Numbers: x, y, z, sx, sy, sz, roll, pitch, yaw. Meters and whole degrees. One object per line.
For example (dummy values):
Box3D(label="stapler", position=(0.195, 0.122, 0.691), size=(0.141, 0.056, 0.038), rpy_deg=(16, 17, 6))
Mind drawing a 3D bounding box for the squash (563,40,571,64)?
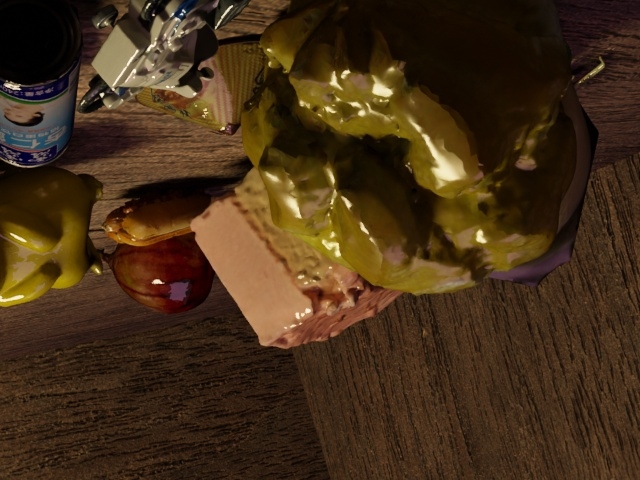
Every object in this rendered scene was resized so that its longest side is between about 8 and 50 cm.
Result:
Box3D(label="squash", position=(0.336, -0.257, 1.536), size=(0.077, 0.068, 0.219), rpy_deg=(-35, 171, -2))

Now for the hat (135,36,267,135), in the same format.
Box3D(label="hat", position=(-0.117, -0.163, 1.193), size=(0.193, 0.082, 0.193), rpy_deg=(-18, 171, -3))

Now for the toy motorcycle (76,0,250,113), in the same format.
Box3D(label="toy motorcycle", position=(-0.131, -0.191, 0.890), size=(0.150, 0.102, 0.221), rpy_deg=(-39, 180, -42))

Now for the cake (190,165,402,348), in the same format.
Box3D(label="cake", position=(0.000, 0.000, 1.678), size=(0.306, 0.293, 0.314), rpy_deg=(-35, 162, 12))

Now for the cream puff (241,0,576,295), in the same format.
Box3D(label="cream puff", position=(0.071, -0.130, 1.002), size=(0.378, 0.378, 0.275), rpy_deg=(-21, 170, 27))

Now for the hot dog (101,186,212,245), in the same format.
Box3D(label="hot dog", position=(-0.260, -0.045, 1.677), size=(0.102, 0.076, 0.249), rpy_deg=(11, -162, 36))

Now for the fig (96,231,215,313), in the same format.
Box3D(label="fig", position=(-0.312, 0.039, 1.838), size=(0.249, 0.186, 0.204), rpy_deg=(-4, -158, 11))

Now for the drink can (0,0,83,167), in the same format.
Box3D(label="drink can", position=(-0.272, -0.145, 0.938), size=(0.097, 0.097, 0.235), rpy_deg=(-14, 172, -18))

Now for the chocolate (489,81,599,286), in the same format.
Box3D(label="chocolate", position=(0.183, -0.115, 1.301), size=(0.314, 0.326, 0.297), rpy_deg=(15, -175, 18))

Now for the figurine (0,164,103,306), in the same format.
Box3D(label="figurine", position=(-0.423, -0.002, 1.236), size=(0.169, 0.218, 0.326), rpy_deg=(28, -143, 32))

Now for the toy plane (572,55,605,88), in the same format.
Box3D(label="toy plane", position=(0.401, -0.233, 1.770), size=(0.229, 0.092, 0.244), rpy_deg=(-34, 165, 12))
